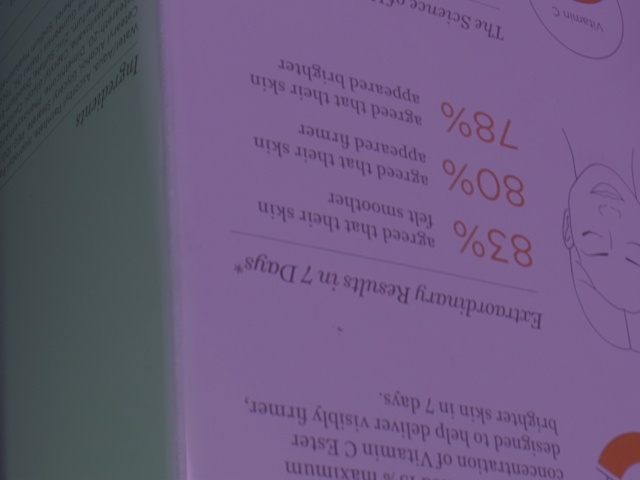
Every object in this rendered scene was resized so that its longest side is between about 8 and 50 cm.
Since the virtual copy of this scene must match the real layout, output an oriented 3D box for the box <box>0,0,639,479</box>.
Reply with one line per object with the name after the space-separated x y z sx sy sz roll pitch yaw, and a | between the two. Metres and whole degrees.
0.000 0.000 0.574 0.215 0.168 0.345 12 60 -31 | box
